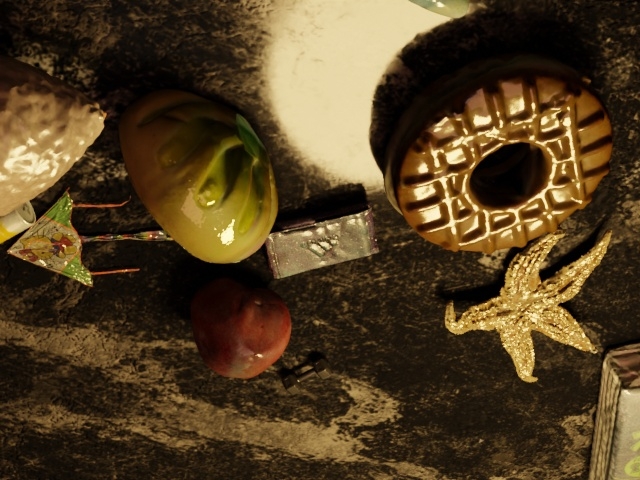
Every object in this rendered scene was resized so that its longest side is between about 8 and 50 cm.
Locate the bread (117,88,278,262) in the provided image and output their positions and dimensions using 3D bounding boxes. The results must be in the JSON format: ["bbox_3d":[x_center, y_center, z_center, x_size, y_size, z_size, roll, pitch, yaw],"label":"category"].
[{"bbox_3d":[-0.145,-0.068,1.598,0.158,0.156,0.261,-31,135,17],"label":"bread"}]

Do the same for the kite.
[{"bbox_3d":[-0.317,-0.005,1.717,0.244,0.006,0.198,-7,135,-9],"label":"kite"}]

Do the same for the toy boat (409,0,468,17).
[{"bbox_3d":[0.118,-0.365,1.370,0.215,0.123,0.330,-21,137,31],"label":"toy boat"}]

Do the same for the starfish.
[{"bbox_3d":[0.354,0.108,1.987,0.299,0.060,0.302,-27,129,2],"label":"starfish"}]

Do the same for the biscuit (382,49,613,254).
[{"bbox_3d":[0.247,-0.116,1.704,0.332,0.103,0.332,-8,136,-8],"label":"biscuit"}]

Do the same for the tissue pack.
[{"bbox_3d":[0.656,0.335,2.255,0.288,0.124,0.394,-13,135,-7],"label":"tissue pack"}]

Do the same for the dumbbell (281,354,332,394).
[{"bbox_3d":[-0.022,0.220,2.004,0.083,0.036,0.040,-28,133,12],"label":"dumbbell"}]

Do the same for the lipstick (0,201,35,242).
[{"bbox_3d":[-0.508,0.014,1.643,0.264,0.059,0.059,-27,135,12],"label":"lipstick"}]

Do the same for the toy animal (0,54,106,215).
[{"bbox_3d":[-0.434,-0.119,1.443,0.358,0.188,0.226,-3,145,-15],"label":"toy animal"}]

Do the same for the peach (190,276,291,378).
[{"bbox_3d":[-0.114,0.131,1.813,0.152,0.152,0.152,-8,135,-8],"label":"peach"}]

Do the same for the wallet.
[{"bbox_3d":[0.000,-0.001,1.798,0.166,0.030,0.111,-13,141,-1],"label":"wallet"}]
